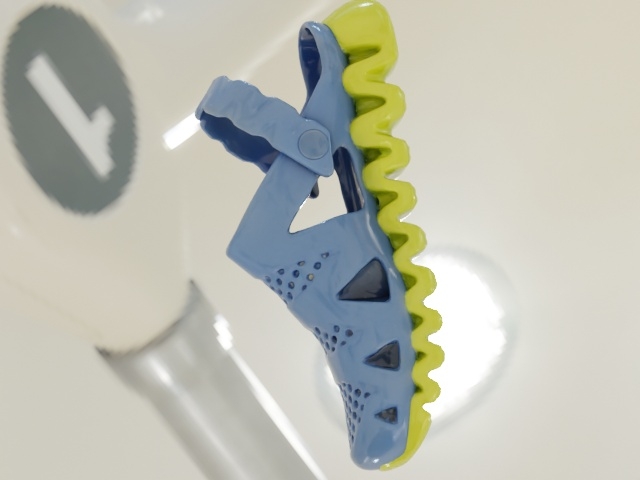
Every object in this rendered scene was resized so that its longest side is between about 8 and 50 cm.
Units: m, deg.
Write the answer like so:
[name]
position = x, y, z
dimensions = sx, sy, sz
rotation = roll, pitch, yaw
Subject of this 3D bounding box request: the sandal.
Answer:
[sandal]
position = 0.000, 0.000, 1.276
dimensions = 0.138, 0.126, 0.317
rotation = -9, -104, -11
